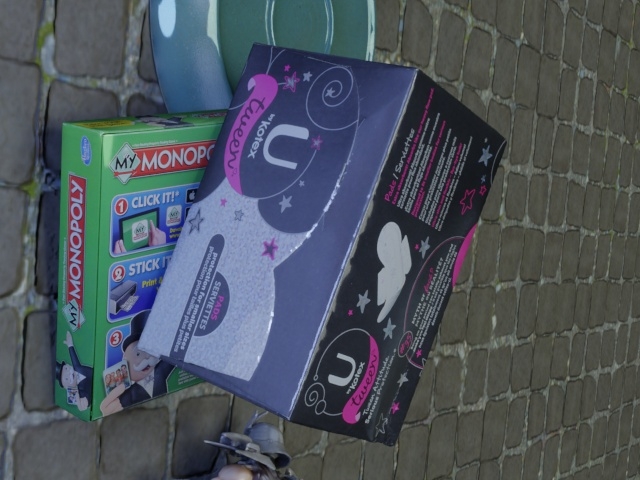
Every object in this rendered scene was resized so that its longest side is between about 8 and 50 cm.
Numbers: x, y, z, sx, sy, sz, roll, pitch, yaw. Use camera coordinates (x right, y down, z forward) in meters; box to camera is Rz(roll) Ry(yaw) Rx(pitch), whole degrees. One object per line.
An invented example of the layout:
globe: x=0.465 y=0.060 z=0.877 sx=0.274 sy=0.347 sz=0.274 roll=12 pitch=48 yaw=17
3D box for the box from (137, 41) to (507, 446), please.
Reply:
box: x=0.000 y=0.000 z=0.761 sx=0.142 sy=0.163 sz=0.247 roll=28 pitch=82 yaw=-51

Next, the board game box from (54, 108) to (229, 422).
board game box: x=-0.072 y=0.001 z=0.844 sx=0.317 sy=0.046 sz=0.213 roll=-13 pitch=113 yaw=-50

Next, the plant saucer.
plant saucer: x=-0.030 y=-0.194 z=0.929 sx=0.317 sy=0.044 sz=0.317 roll=-15 pitch=108 yaw=-55

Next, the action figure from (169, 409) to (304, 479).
action figure: x=-0.088 y=0.276 z=0.878 sx=0.185 sy=0.099 sz=0.285 roll=41 pitch=57 yaw=-44
